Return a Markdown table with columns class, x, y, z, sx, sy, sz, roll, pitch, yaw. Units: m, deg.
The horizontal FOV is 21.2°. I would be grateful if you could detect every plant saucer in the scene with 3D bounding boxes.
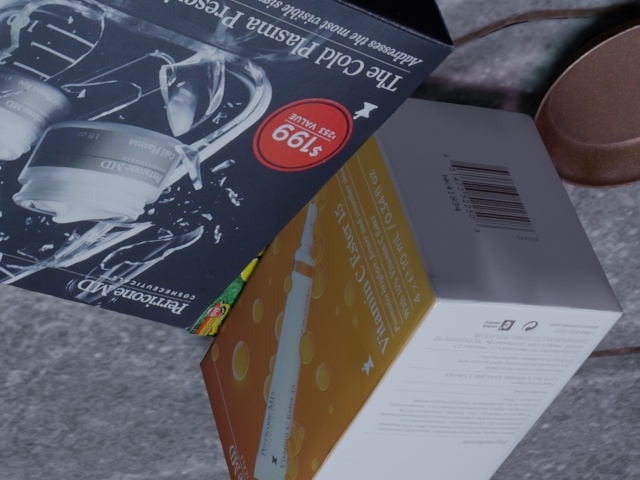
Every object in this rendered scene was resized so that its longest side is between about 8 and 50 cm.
| class | x | y | z | sx | sy | sz | roll | pitch | yaw |
| --- | --- | --- | --- | --- | --- | --- | --- | --- | --- |
| plant saucer | 0.263 | -0.122 | 1.413 | 0.198 | 0.036 | 0.199 | -11 | 141 | -9 |

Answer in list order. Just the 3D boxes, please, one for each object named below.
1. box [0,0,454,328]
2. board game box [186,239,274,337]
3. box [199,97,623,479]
| class | x | y | z | sx | sy | sz | roll | pitch | yaw |
| --- | --- | --- | --- | --- | --- | --- | --- | --- | --- |
| box | -0.152 | -0.130 | 1.112 | 0.343 | 0.179 | 0.312 | 17 | 131 | -37 |
| board game box | 0.000 | 0.000 | 1.459 | 0.136 | 0.030 | 0.260 | 12 | 133 | -31 |
| box | 0.058 | 0.081 | 1.386 | 0.168 | 0.215 | 0.345 | 5 | 136 | -28 |
